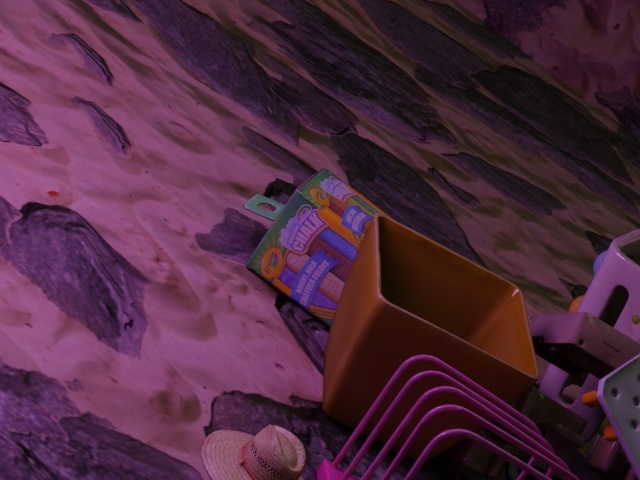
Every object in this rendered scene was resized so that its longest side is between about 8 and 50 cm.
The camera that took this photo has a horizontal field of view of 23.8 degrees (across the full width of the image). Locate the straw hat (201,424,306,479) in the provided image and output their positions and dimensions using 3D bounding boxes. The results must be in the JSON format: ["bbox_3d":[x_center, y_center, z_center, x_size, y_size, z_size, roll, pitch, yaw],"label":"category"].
[{"bbox_3d":[-0.048,0.227,1.568,0.144,0.061,0.144,29,25,-15],"label":"straw hat"}]

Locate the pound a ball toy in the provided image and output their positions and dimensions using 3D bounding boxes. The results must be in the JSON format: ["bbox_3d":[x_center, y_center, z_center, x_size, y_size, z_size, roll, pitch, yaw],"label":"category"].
[{"bbox_3d":[0.413,0.134,2.104,0.136,0.319,0.208,39,36,27],"label":"pound a ball toy"}]

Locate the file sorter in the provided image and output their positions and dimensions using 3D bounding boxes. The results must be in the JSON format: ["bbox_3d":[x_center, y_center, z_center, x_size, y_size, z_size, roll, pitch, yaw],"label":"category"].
[{"bbox_3d":[0.137,0.254,1.518,0.202,0.182,0.291,32,6,-9],"label":"file sorter"}]

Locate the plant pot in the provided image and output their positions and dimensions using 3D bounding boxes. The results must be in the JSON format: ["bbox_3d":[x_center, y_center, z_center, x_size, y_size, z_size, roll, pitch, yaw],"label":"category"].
[{"bbox_3d":[0.109,0.130,1.797,0.212,0.187,0.212,28,26,-13],"label":"plant pot"}]

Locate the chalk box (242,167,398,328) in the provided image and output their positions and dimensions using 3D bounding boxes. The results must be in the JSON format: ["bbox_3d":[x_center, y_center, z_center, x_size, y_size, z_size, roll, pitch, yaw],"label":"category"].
[{"bbox_3d":[0.000,0.000,1.965,0.213,0.132,0.132,37,23,2],"label":"chalk box"}]

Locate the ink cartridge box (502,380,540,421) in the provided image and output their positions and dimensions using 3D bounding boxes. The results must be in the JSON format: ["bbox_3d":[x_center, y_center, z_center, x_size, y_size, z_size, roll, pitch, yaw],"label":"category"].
[{"bbox_3d":[0.188,0.139,2.023,0.139,0.082,0.191,20,30,-32],"label":"ink cartridge box"}]

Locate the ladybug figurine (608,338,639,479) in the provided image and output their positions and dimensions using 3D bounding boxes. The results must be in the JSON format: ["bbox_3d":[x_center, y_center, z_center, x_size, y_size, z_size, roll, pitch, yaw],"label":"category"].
[{"bbox_3d":[0.537,0.249,1.977,0.449,0.305,0.162,53,21,-44],"label":"ladybug figurine"}]

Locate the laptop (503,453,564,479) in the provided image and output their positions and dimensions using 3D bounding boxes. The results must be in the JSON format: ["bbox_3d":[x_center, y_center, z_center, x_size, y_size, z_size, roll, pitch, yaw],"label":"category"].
[{"bbox_3d":[0.314,0.371,1.670,0.234,0.136,0.264,29,51,-13],"label":"laptop"}]

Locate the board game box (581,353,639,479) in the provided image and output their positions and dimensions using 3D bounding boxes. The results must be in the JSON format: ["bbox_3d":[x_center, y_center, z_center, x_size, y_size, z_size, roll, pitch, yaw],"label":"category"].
[{"bbox_3d":[0.521,0.257,1.758,0.390,0.050,0.390,-27,91,-32],"label":"board game box"}]

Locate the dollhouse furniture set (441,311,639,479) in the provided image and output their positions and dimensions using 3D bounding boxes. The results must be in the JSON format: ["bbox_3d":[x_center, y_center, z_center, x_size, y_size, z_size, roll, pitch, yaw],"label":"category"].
[{"bbox_3d":[0.281,0.219,1.879,0.212,0.242,0.161,31,-12,-13],"label":"dollhouse furniture set"}]
